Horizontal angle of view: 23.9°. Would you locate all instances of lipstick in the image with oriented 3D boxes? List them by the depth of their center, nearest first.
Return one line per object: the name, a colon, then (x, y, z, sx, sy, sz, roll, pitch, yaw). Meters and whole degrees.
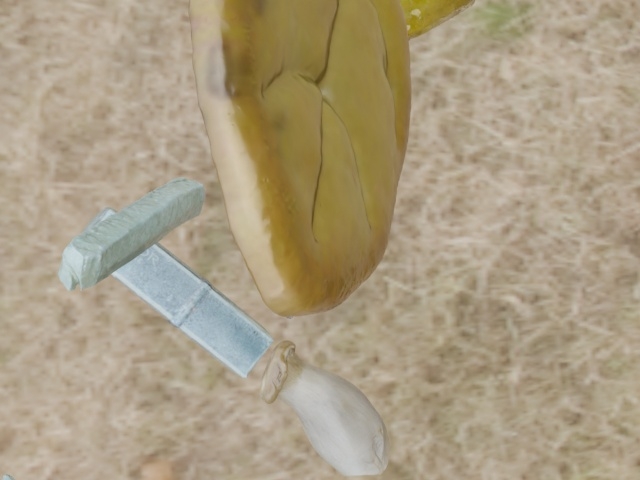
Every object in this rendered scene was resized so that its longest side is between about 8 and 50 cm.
lipstick: (-0.195, 0.066, 2.016, 0.077, 0.290, 0.076, -51, 13, -2)

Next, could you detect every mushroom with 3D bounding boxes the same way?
mushroom: (0.008, 0.216, 1.896, 0.097, 0.212, 0.088, -52, 17, -15)

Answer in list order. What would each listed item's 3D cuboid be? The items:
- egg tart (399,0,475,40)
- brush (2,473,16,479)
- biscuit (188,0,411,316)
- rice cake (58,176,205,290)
egg tart: (0.074, -0.277, 1.649, 0.341, 0.341, 0.129, -26, 93, 36)
brush: (-0.223, 0.255, 1.274, 0.178, 0.030, 0.033, 31, 127, 36)
biscuit: (-0.003, -0.077, 0.729, 0.041, 0.203, 0.260, -10, 51, 22)
rice cake: (-0.183, -0.011, 1.497, 0.042, 0.245, 0.045, 23, 117, 15)
